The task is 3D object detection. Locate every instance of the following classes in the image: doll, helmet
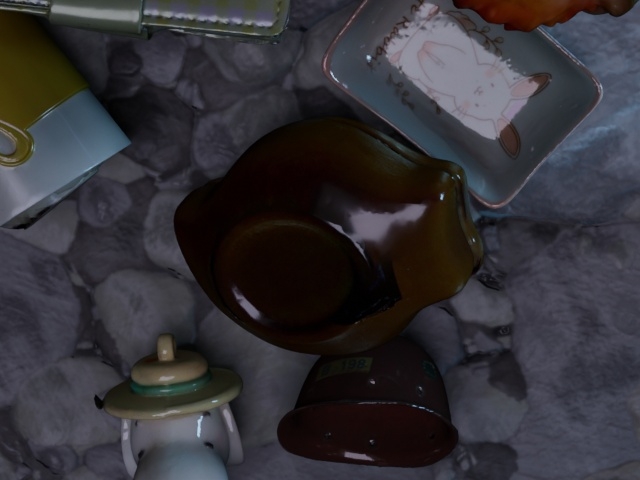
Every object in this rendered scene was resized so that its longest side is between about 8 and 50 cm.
[{"bbox_3d":[-0.139,0.240,1.376,0.144,0.208,0.271,-4,146,1],"label":"doll"},{"bbox_3d":[0.045,0.146,1.326,0.175,0.106,0.155,-22,139,32],"label":"helmet"}]

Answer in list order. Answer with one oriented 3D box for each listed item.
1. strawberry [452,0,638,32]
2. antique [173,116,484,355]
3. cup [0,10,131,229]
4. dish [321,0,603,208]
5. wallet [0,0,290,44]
[{"bbox_3d":[0.182,-0.305,1.058,0.265,0.149,0.336,-31,143,34],"label":"strawberry"},{"bbox_3d":[0.000,0.000,1.237,0.278,0.129,0.223,3,120,26],"label":"antique"},{"bbox_3d":[-0.322,-0.106,1.236,0.241,0.185,0.226,-30,98,7],"label":"cup"},{"bbox_3d":[0.124,-0.151,1.222,0.212,0.077,0.151,38,108,-8],"label":"dish"},{"bbox_3d":[-0.169,-0.281,1.160,0.309,0.077,0.223,7,86,-3],"label":"wallet"}]
